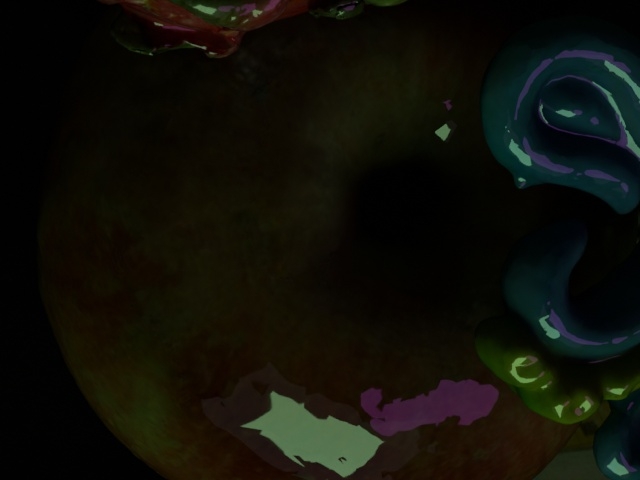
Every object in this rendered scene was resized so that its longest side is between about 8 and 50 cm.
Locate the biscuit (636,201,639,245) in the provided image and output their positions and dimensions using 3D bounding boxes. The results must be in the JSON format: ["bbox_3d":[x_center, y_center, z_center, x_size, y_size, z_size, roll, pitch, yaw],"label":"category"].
[{"bbox_3d":[0.275,-0.035,1.138,0.144,0.078,0.426,5,163,-13],"label":"biscuit"}]

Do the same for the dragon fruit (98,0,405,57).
[{"bbox_3d":[-0.034,-0.145,0.707,0.172,0.166,0.160,26,114,-29],"label":"dragon fruit"}]

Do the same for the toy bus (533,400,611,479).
[{"bbox_3d":[0.266,0.143,1.467,0.171,0.162,0.386,-26,-176,-32],"label":"toy bus"}]

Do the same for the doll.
[{"bbox_3d":[0.223,-0.036,0.821,0.346,0.341,0.099,29,-176,-34],"label":"doll"}]

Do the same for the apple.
[{"bbox_3d":[0.000,0.000,0.940,0.301,0.301,0.301,2,163,1],"label":"apple"}]
